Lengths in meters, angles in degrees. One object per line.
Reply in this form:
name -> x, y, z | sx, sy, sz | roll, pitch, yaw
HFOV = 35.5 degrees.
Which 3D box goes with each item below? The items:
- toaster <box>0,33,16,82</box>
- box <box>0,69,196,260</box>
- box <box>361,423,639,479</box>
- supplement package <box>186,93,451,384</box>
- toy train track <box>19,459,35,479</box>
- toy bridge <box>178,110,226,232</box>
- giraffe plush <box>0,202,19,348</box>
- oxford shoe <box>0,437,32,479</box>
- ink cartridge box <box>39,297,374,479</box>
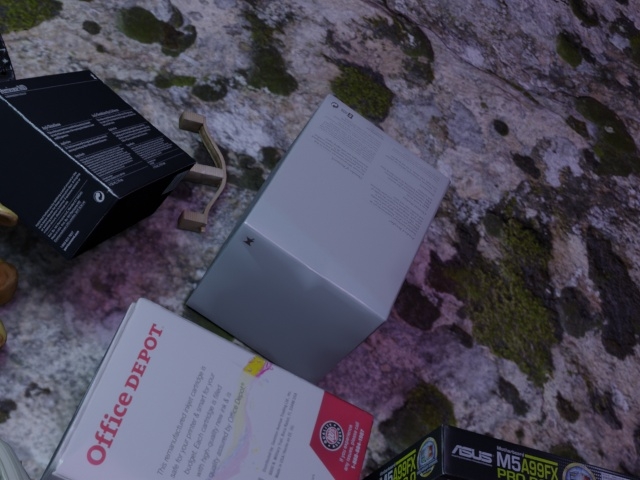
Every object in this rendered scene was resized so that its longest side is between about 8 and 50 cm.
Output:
toaster -> -0.466, -0.218, 1.200 | 0.185, 0.110, 0.168 | -14, 68, -36
box -> -0.279, -0.097, 1.157 | 0.184, 0.103, 0.261 | 43, 17, 0
box -> 0.201, 0.307, 1.158 | 0.270, 0.216, 0.060 | 18, 53, -18
supplement package -> 0.000, 0.000, 1.262 | 0.199, 0.198, 0.263 | 35, 48, -6
toy train track -> -0.315, 0.266, 1.018 | 0.048, 0.014, 0.083 | -1, 63, 8
toy bridge -> -0.159, -0.089, 1.346 | 0.063, 0.026, 0.188 | 11, 55, -25
giraffe plush -> -0.397, 0.006, 1.046 | 0.181, 0.170, 0.210 | 0, 60, -30
oxford shoe -> -0.292, 0.298, 0.927 | 0.449, 0.130, 0.169 | 33, 74, 18
ink cartridge box -> -0.119, 0.236, 1.078 | 0.306, 0.131, 0.226 | 28, 50, -9
